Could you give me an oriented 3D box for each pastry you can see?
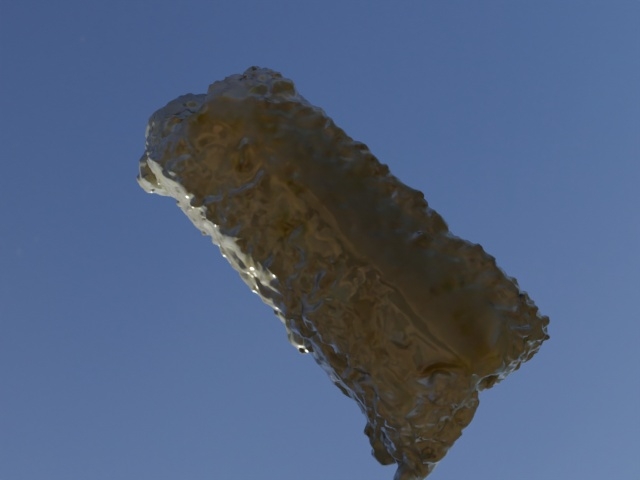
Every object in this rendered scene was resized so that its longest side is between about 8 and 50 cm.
[{"bbox_3d":[0.006,-0.002,0.597,0.121,0.258,0.089,-33,-16,-25],"label":"pastry"}]
